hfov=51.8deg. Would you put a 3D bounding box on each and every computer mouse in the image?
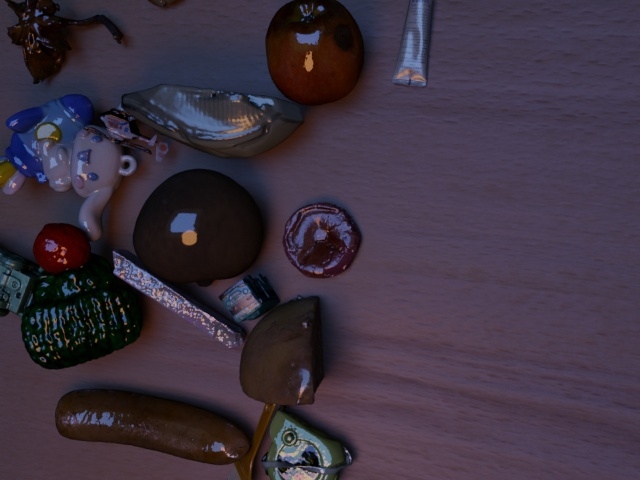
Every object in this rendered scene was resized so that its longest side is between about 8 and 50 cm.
[{"bbox_3d":[-0.250,-0.266,1.514,0.429,0.228,0.145,9,97,12],"label":"computer mouse"}]

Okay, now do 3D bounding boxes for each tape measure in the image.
[{"bbox_3d":[-0.037,0.488,1.471,0.200,0.106,0.175,25,81,15],"label":"tape measure"}]

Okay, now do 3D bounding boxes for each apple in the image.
[{"bbox_3d":[-0.017,-0.420,1.457,0.230,0.230,0.229,-1,86,14],"label":"apple"}]

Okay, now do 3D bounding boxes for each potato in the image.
[{"bbox_3d":[-0.099,0.238,1.428,0.190,0.264,0.211,-3,91,5],"label":"potato"}]

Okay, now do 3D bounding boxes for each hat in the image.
[{"bbox_3d":[-0.580,0.117,1.553,0.274,0.242,0.332,-14,97,-4],"label":"hat"}]

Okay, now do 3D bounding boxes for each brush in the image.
[{"bbox_3d":[-0.151,0.465,1.496,0.013,0.103,0.272,15,103,-29],"label":"brush"}]

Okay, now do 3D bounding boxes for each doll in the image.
[{"bbox_3d":[-0.628,-0.224,1.624,0.366,0.187,0.376,17,62,5],"label":"doll"}]

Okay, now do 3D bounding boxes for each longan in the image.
[{"bbox_3d":[-0.278,-0.015,1.501,0.300,0.243,0.300,6,124,9],"label":"longan"}]

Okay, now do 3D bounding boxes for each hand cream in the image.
[{"bbox_3d":[0.219,-0.469,1.502,0.080,0.050,0.233,10,93,14],"label":"hand cream"}]

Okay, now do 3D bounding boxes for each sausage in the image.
[{"bbox_3d":[-0.395,0.431,1.551,0.501,0.136,0.123,6,106,13],"label":"sausage"}]

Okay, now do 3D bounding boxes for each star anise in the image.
[{"bbox_3d":[-0.671,-0.525,1.686,0.347,0.148,0.237,0,108,12],"label":"star anise"}]

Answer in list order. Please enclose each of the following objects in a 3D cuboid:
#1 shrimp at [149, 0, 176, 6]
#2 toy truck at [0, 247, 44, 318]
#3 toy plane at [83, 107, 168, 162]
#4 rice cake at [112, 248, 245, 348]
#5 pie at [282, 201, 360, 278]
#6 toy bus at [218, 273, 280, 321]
[{"bbox_3d":[-0.350,-0.725,1.655,0.154,0.062,0.294,41,98,19],"label":"shrimp"},{"bbox_3d":[-0.822,0.089,1.669,0.279,0.156,0.154,22,92,15],"label":"toy truck"},{"bbox_3d":[-0.455,-0.258,1.576,0.197,0.053,0.078,23,88,-22],"label":"toy plane"},{"bbox_3d":[-0.332,0.139,1.534,0.365,0.072,0.056,34,98,-4],"label":"rice cake"},{"bbox_3d":[0.000,0.000,1.521,0.183,0.049,0.182,-1,83,10],"label":"pie"},{"bbox_3d":[-0.157,0.133,1.495,0.079,0.160,0.091,-36,80,9],"label":"toy bus"}]
